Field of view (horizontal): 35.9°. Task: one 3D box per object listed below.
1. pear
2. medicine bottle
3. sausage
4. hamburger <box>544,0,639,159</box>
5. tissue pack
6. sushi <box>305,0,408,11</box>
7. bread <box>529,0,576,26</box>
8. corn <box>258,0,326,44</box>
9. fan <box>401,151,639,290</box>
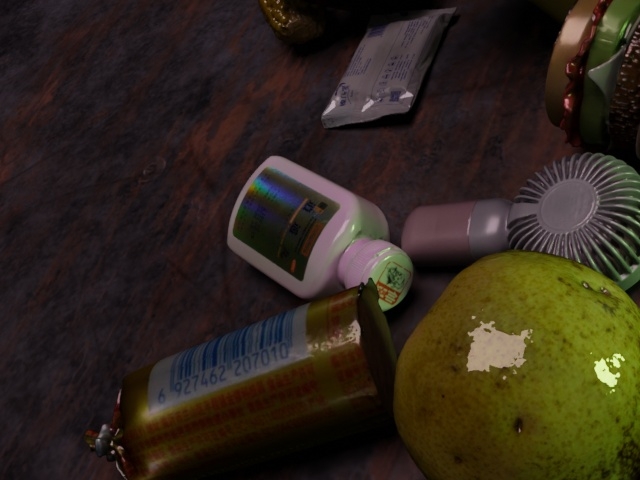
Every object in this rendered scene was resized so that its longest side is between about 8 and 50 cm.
[{"bbox_3d":[0.155,0.109,0.710,0.197,0.197,0.197,-18,44,18],"label":"pear"},{"bbox_3d":[0.000,0.000,0.981,0.219,0.078,0.115,31,94,46],"label":"medicine bottle"},{"bbox_3d":[-0.077,0.147,0.878,0.317,0.125,0.117,-22,-2,18],"label":"sausage"},{"bbox_3d":[0.296,-0.151,0.891,0.137,0.175,0.175,23,65,29],"label":"hamburger"},{"bbox_3d":[0.080,-0.211,1.178,0.122,0.026,0.193,1,52,34],"label":"tissue pack"},{"bbox_3d":[0.023,-0.359,1.205,0.126,0.225,0.136,-11,65,64],"label":"sushi"},{"bbox_3d":[0.228,-0.381,1.000,0.251,0.376,0.208,-58,16,-2],"label":"bread"},{"bbox_3d":[-0.046,-0.352,1.342,0.097,0.097,0.262,-25,43,10],"label":"corn"},{"bbox_3d":[0.183,-0.010,0.894,0.244,0.074,0.130,-3,61,37],"label":"fan"}]
